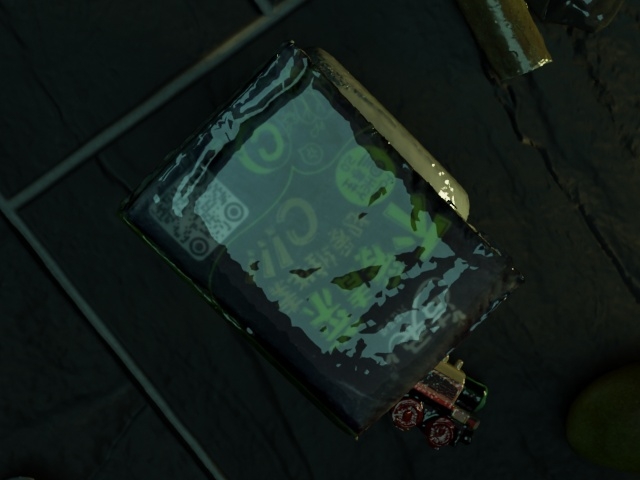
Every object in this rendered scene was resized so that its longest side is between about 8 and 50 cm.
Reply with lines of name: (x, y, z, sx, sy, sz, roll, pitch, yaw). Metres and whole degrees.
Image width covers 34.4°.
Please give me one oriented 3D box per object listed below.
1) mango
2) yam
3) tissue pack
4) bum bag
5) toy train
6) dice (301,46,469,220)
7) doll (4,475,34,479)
mango: (0.360, 0.160, 0.943, 0.268, 0.111, 0.133, -11, 113, 6)
yam: (0.150, -0.201, 0.891, 0.054, 0.054, 0.132, -29, 102, 4)
tissue pack: (0.000, 0.000, 0.721, 0.235, 0.073, 0.173, 44, 98, -10)
bum bag: (0.257, -0.264, 0.882, 0.087, 0.049, 0.197, 38, 99, -4)
toy train: (0.093, 0.135, 0.960, 0.138, 0.050, 0.087, 31, 96, -8)
dice: (-0.006, -0.032, 0.850, 0.193, 0.194, 0.192, -44, 98, 9)
doll: (-0.298, 0.262, 0.966, 0.180, 0.079, 0.094, 4, 100, 11)
